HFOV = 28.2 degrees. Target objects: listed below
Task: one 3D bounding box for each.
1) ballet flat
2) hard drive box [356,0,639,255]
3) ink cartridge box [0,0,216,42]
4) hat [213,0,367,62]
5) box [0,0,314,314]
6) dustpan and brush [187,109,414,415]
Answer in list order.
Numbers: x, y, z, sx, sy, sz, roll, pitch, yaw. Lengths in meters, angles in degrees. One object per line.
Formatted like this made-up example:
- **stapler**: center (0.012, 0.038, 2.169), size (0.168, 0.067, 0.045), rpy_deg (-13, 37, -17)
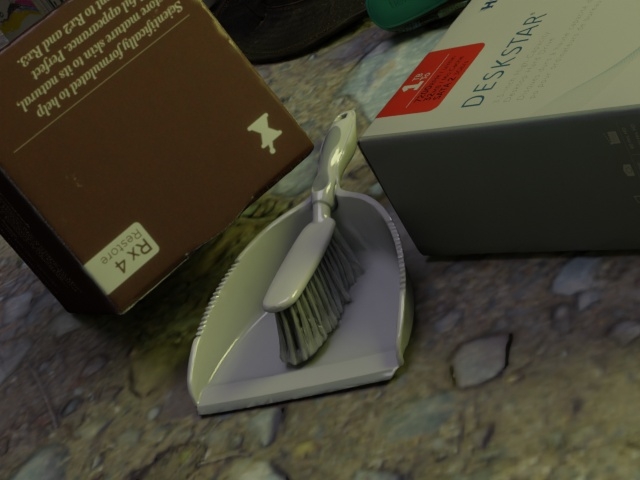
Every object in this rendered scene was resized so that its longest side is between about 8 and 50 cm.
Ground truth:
- **ballet flat**: center (0.123, -0.216, 0.995), size (0.188, 0.070, 0.070), rpy_deg (-11, 34, 29)
- **hard drive box**: center (0.166, -0.083, 0.699), size (0.232, 0.089, 0.181), rpy_deg (-4, 38, 44)
- **ink cartridge box**: center (-0.251, -0.292, 1.320), size (0.171, 0.233, 0.168), rpy_deg (0, 44, 46)
- **hat**: center (-0.001, -0.312, 1.202), size (0.331, 0.134, 0.331), rpy_deg (-24, 28, 14)
- **box**: center (-0.143, -0.064, 0.851), size (0.168, 0.167, 0.203), rpy_deg (-41, 10, -18)
- **dustpan and brush**: center (0.000, 0.000, 0.766), size (0.147, 0.060, 0.211), rpy_deg (-15, 32, 31)
